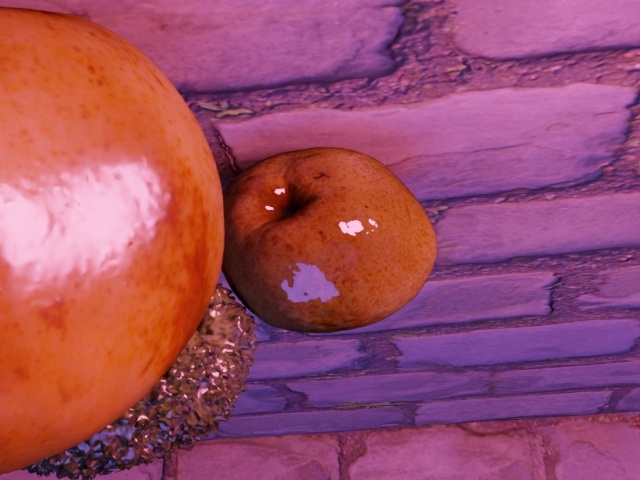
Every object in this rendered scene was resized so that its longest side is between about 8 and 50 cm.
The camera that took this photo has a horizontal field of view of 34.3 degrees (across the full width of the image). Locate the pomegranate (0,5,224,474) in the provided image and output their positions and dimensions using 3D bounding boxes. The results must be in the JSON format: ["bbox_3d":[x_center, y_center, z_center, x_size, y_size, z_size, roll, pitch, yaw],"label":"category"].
[{"bbox_3d":[-0.282,-0.013,0.797,0.417,0.416,0.416,-2,159,-1],"label":"pomegranate"}]

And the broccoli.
[{"bbox_3d":[-0.224,0.129,1.065,0.288,0.260,0.235,-16,140,-38],"label":"broccoli"}]

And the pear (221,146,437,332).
[{"bbox_3d":[0.000,0.000,1.083,0.229,0.188,0.211,-10,162,21],"label":"pear"}]
